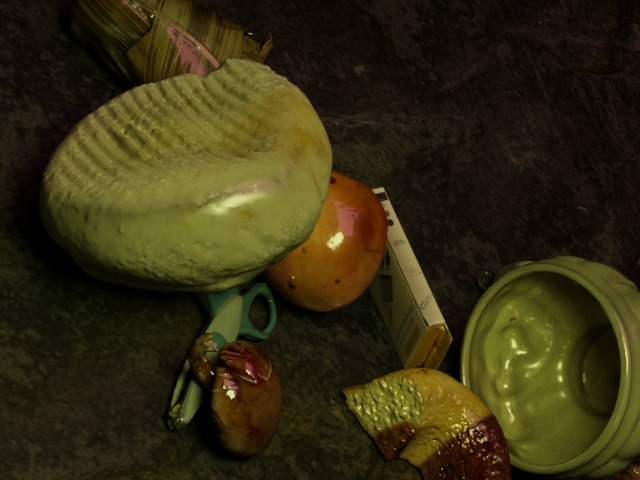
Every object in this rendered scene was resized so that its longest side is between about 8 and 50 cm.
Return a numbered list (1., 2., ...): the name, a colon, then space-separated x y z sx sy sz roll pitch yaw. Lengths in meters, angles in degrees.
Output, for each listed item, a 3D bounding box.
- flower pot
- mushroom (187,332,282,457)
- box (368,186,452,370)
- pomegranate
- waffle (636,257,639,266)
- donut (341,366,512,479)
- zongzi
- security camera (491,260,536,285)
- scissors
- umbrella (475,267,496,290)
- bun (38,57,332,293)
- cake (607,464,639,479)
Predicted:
1. flower pot: 0.362 0.177 2.099 0.244 0.307 0.307 8 50 -44
2. mushroom: -0.097 0.175 1.845 0.170 0.080 0.135 58 26 -29
3. box: 0.104 0.061 2.121 0.033 0.129 0.247 -13 61 -20
4. pomegranate: -0.003 -0.001 2.049 0.191 0.191 0.191 23 43 -23
5. waffle: 0.563 0.153 2.362 0.261 0.151 0.324 64 33 -29
6. donut: 0.178 0.271 2.009 0.151 0.112 0.295 -18 70 -45
7. zongzi: -0.225 -0.209 2.100 0.286 0.134 0.288 25 53 -12
8. security camera: 0.376 0.115 2.306 0.301 0.080 0.157 10 80 -34
9. scissors: -0.132 0.128 1.927 0.138 0.041 0.289 43 38 -17
10. umbrella: 0.331 0.076 2.362 0.248 0.071 0.071 7 51 -30
11. bun: -0.155 -0.053 1.886 0.365 0.365 0.219 -64 147 -50
12. cake: 0.442 0.391 2.113 0.147 0.135 0.134 19 44 -34
